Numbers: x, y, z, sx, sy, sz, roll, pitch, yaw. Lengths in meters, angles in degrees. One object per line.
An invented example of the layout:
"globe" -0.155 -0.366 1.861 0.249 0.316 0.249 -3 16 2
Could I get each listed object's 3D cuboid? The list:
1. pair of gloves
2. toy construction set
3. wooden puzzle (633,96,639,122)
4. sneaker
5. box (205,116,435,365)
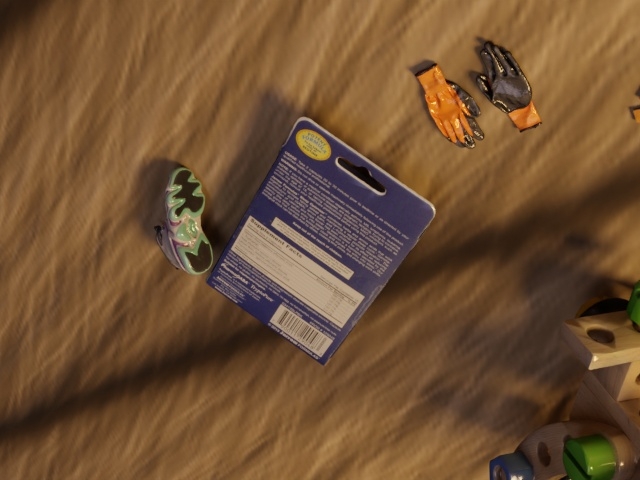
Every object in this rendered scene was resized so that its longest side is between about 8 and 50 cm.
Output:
"pair of gloves" 0.117 -0.105 0.814 0.083 0.010 0.074 -18 112 36
"toy construction set" 0.282 0.165 0.800 0.309 0.257 0.237 10 116 -2
"wooden puzzle" 0.257 -0.076 0.759 0.083 0.006 0.049 16 128 19
"sneaker" -0.134 -0.018 1.003 0.069 0.038 0.098 4 102 54
"box" 0.000 0.000 0.938 0.136 0.036 0.225 35 134 2
